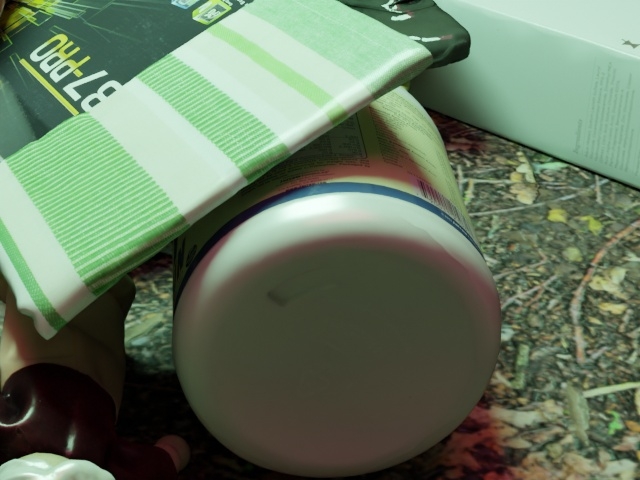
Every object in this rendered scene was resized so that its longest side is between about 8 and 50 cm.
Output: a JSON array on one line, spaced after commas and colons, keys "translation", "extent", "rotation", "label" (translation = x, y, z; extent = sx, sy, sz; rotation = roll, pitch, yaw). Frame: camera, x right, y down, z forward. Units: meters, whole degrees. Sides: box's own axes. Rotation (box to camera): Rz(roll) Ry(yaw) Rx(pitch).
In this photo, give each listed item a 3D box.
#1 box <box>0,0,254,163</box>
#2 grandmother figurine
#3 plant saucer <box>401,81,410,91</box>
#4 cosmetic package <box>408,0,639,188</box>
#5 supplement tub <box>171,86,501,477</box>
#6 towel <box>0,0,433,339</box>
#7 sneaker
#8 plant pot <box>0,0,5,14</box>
[{"translation": [-0.232, -0.163, 1.318], "extent": [0.318, 0.097, 0.395], "rotation": [-38, 43, -9], "label": "box"}, {"translation": [-0.183, 0.121, 0.944], "extent": [0.207, 0.104, 0.342], "rotation": [23, 22, -16], "label": "grandmother figurine"}, {"translation": [-0.066, -0.220, 1.557], "extent": [0.332, 0.081, 0.333], "rotation": [5, 31, 0], "label": "plant saucer"}, {"translation": [0.310, -0.196, 1.483], "extent": [0.385, 0.156, 0.217], "rotation": [25, 39, 30], "label": "cosmetic package"}, {"translation": [0.000, 0.000, 1.054], "extent": [0.235, 0.236, 0.325], "rotation": [0, 31, -6], "label": "supplement tub"}, {"translation": [-0.103, -0.074, 0.988], "extent": [0.324, 0.038, 0.248], "rotation": [-35, 32, -9], "label": "towel"}, {"translation": [0.053, -0.272, 1.456], "extent": [0.109, 0.130, 0.286], "rotation": [-20, 39, -36], "label": "sneaker"}, {"translation": [-0.383, -0.360, 1.350], "extent": [0.272, 0.272, 0.265], "rotation": [10, 39, 11], "label": "plant pot"}]
